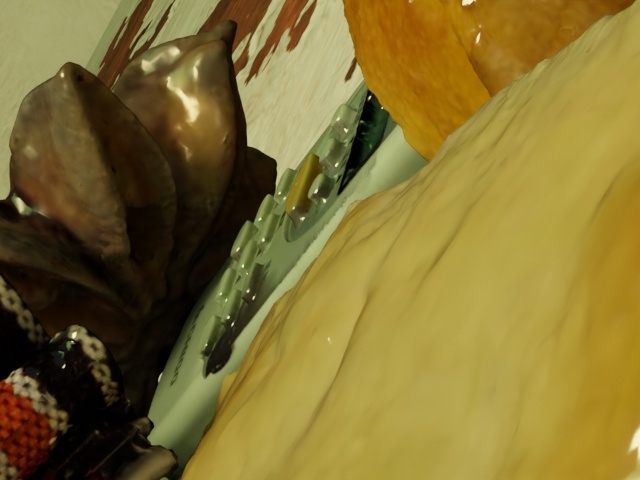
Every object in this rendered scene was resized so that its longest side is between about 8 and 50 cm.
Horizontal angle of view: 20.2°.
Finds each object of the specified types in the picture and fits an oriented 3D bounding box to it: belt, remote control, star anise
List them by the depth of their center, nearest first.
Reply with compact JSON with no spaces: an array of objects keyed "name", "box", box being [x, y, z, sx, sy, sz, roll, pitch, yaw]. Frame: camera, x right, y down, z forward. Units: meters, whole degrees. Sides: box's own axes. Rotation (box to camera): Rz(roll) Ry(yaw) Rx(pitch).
[{"name":"belt","box":[-0.131,0.106,0.795,0.094,0.126,0.359,-43,-11,-15]},{"name":"remote control","box":[0.000,0.000,0.867,0.296,0.056,0.140,-50,14,40]},{"name":"star anise","box":[-0.130,0.028,0.993,0.315,0.108,0.315,-45,-22,-23]}]

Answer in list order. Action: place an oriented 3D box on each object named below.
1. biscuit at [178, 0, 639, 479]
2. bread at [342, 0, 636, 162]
[{"name":"biscuit","box":[-0.007,0.136,0.498,0.446,0.104,0.429,-63,13,-15]},{"name":"bread","box":[0.080,-0.129,0.685,0.129,0.134,0.260,-45,19,50]}]
